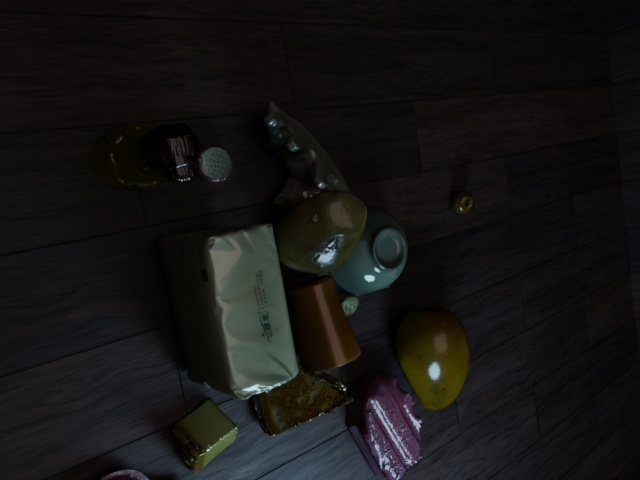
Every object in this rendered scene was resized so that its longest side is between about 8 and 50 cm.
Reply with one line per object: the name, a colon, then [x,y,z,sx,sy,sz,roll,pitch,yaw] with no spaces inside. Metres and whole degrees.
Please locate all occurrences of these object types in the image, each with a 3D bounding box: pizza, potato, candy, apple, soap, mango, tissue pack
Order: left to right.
candy: [-0.280,-0.201,1.353,0.103,0.043,0.103,0,90,-34]
tissue pack: [-0.221,0.155,1.242,0.207,0.297,0.381,-15,97,-37]
pizza: [-0.075,0.378,1.405,0.252,0.287,0.074,64,16,-1]
potato: [0.000,0.000,1.407,0.239,0.299,0.116,34,26,-37]
soap: [0.202,0.581,1.652,0.220,0.127,0.325,-38,110,-31]
mango: [0.382,0.394,1.734,0.263,0.221,0.379,-30,117,-37]
apple: [0.524,-0.141,1.919,0.089,0.074,0.090,-1,92,-34]

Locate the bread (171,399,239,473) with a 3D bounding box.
bread: [-0.296,0.511,1.331,0.147,0.127,0.152,-31,141,-34]

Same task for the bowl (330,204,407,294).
bowl: [0.169,0.025,1.588,0.289,0.146,0.290,2,87,-34]

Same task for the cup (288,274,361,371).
cup: [-0.019,0.248,1.486,0.226,0.182,0.264,-16,92,-3]

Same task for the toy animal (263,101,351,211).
toy animal: [-0.082,-0.207,1.434,0.307,0.188,0.267,25,44,-44]

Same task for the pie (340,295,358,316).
pie: [0.083,0.206,1.617,0.085,0.017,0.085,-20,127,-29]

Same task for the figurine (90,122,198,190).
figurine: [-0.361,-0.198,1.126,0.187,0.315,0.168,12,83,-36]

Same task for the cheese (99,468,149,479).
cheese: [-0.440,0.630,1.218,0.285,0.074,0.189,10,84,-39]

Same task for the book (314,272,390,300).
book: [0.097,0.073,1.639,0.282,0.025,0.215,-13,97,-34]
